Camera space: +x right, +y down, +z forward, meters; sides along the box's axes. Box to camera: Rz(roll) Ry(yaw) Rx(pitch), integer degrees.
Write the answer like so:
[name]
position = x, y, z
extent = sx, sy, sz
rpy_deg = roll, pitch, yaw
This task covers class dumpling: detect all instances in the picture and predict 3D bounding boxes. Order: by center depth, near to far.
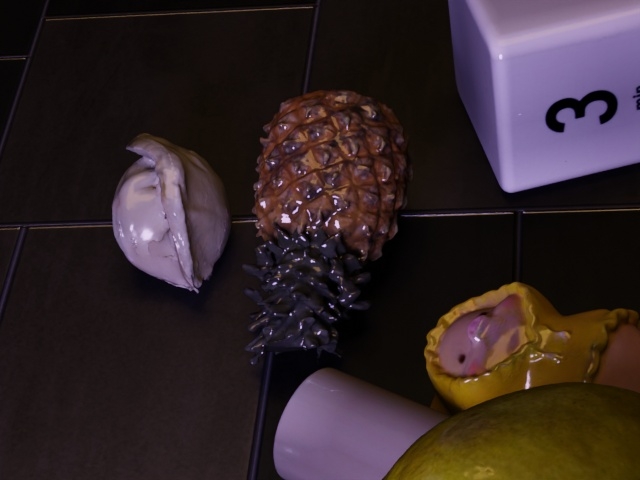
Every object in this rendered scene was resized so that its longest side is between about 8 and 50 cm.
[dumpling]
position = -0.150, -0.038, 1.871
extent = 0.118, 0.136, 0.199
rpy_deg = -24, 34, -5

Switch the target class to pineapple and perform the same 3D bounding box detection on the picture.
[pineapple]
position = 0.000, 0.000, 1.800
extent = 0.158, 0.158, 0.278
rpy_deg = 2, 57, 13

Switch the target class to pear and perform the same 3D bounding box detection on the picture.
[pear]
position = 0.183, 0.239, 1.422
extent = 0.321, 0.269, 0.269
rpy_deg = 7, 38, -22

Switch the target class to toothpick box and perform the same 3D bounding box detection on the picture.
[toothpick box]
position = 0.063, 0.186, 1.606
extent = 0.181, 0.111, 0.111
rpy_deg = 21, 51, 31

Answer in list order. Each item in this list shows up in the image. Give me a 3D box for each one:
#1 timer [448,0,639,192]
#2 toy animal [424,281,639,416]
[timer]
position = 0.244, -0.190, 1.912
extent = 0.195, 0.192, 0.194
rpy_deg = -13, 43, -4
[toy animal]
position = 0.204, 0.116, 1.644
extent = 0.230, 0.156, 0.156
rpy_deg = 9, 45, 33
